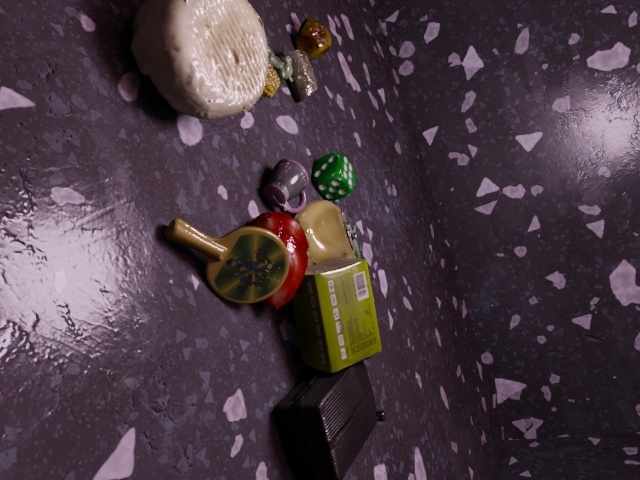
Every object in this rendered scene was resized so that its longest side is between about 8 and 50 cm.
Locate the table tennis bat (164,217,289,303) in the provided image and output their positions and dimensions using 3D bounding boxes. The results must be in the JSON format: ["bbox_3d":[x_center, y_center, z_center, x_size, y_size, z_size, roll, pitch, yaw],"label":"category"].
[{"bbox_3d":[-0.214,0.037,1.151,0.320,0.199,0.050,30,9,-31],"label":"table tennis bat"}]

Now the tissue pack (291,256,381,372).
[{"bbox_3d":[0.040,0.204,1.403,0.200,0.167,0.275,-14,99,-34],"label":"tissue pack"}]

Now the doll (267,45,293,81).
[{"bbox_3d":[-0.140,-0.605,1.669,0.115,0.077,0.150,56,15,20],"label":"doll"}]

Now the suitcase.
[{"bbox_3d":[0.038,0.470,1.345,0.335,0.152,0.230,-26,102,-62],"label":"suitcase"}]

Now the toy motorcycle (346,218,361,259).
[{"bbox_3d":[0.114,0.014,1.834,0.106,0.074,0.190,40,41,-61],"label":"toy motorcycle"}]

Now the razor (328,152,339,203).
[{"bbox_3d":[0.060,-0.236,1.914,0.084,0.035,0.212,21,62,-36],"label":"razor"}]

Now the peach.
[{"bbox_3d":[-0.124,0.041,1.304,0.154,0.158,0.268,37,47,-41],"label":"peach"}]

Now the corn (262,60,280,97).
[{"bbox_3d":[-0.229,-0.553,1.469,0.318,0.115,0.115,42,41,-46],"label":"corn"}]

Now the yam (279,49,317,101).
[{"bbox_3d":[-0.075,-0.606,1.790,0.107,0.107,0.183,-42,115,-60],"label":"yam"}]

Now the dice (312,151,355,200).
[{"bbox_3d":[0.051,-0.233,1.794,0.131,0.120,0.129,48,36,-42],"label":"dice"}]

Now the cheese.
[{"bbox_3d":[0.000,0.000,1.582,0.260,0.128,0.315,64,23,2],"label":"cheese"}]

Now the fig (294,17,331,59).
[{"bbox_3d":[-0.026,-0.786,1.946,0.154,0.144,0.165,44,8,24],"label":"fig"}]

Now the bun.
[{"bbox_3d":[-0.293,-0.460,1.201,0.359,0.210,0.360,13,74,-53],"label":"bun"}]

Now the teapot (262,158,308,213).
[{"bbox_3d":[-0.111,-0.156,1.490,0.148,0.115,0.146,86,28,-42],"label":"teapot"}]
